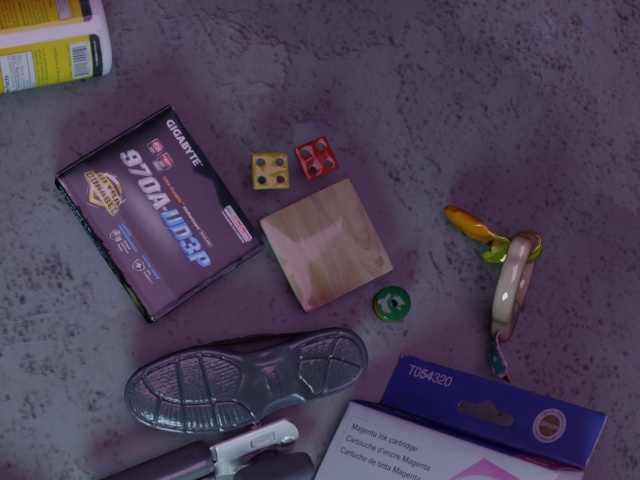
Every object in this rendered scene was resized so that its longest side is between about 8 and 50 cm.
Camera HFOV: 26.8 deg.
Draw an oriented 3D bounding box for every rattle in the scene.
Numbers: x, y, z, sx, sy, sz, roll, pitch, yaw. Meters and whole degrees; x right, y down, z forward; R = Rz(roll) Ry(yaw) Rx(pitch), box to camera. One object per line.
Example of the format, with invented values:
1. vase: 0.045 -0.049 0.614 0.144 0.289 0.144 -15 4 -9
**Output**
1. rattle: 0.207 0.073 1.759 0.142 0.130 0.200 15 105 0

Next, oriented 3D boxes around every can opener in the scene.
1. can opener: -0.147 0.289 1.628 0.280 0.074 0.093 -16 49 -13

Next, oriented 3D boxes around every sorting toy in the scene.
1. sorting toy: 0.000 0.000 1.730 0.132 0.046 0.274 -26 89 -15

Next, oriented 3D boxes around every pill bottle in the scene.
1. pill bottle: -0.369 -0.244 1.642 0.208 0.119 0.119 -12 85 -15

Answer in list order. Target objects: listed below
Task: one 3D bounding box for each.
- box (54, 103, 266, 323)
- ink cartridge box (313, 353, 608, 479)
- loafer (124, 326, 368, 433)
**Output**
1. box: -0.201 -0.033 1.684 0.175 0.051 0.220 -33 90 -16
2. ink cartridge box: 0.133 0.304 1.589 0.071 0.324 0.330 37 72 -44
3. loafer: -0.094 0.169 1.669 0.302 0.095 0.109 -10 97 -11
